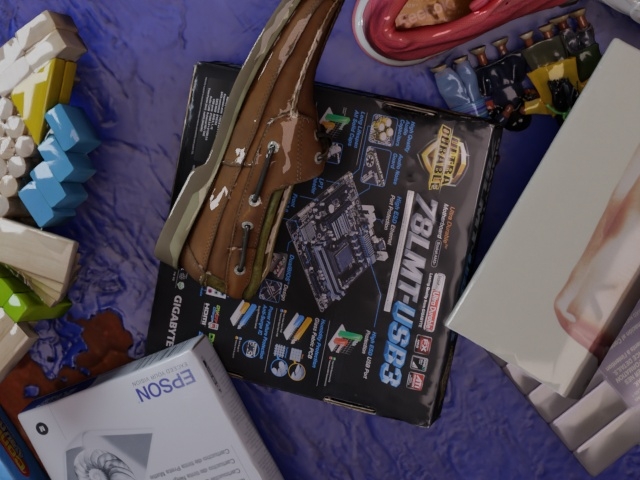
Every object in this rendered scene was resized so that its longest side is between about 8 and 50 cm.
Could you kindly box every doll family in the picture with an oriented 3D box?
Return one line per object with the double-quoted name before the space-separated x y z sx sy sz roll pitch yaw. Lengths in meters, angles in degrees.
"doll family" 0.195 -0.140 1.478 0.193 0.076 0.111 -19 100 15

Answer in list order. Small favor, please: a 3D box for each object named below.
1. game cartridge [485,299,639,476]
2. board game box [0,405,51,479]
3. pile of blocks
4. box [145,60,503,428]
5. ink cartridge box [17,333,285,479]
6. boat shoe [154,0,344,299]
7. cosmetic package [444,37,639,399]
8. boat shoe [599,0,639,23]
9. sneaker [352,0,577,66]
"game cartridge" 0.336 0.041 1.514 0.355 0.068 0.230 -39 101 6
"board game box" -0.477 0.211 1.538 0.308 0.086 0.302 -32 97 5
"pile of blocks" -0.263 -0.032 1.473 0.149 0.112 0.362 20 98 20
"box" 0.000 0.000 1.472 0.293 0.073 0.296 12 99 12
"ink cartridge box" -0.155 0.226 1.513 0.223 0.045 0.224 -23 103 26
"boat shoe" -0.037 -0.091 1.391 0.104 0.111 0.307 29 111 6
"cosmetic package" 0.249 -0.013 1.400 0.129 0.153 0.296 31 93 15
"boat shoe" 0.322 -0.224 1.404 0.267 0.088 0.096 35 89 -30
"sneaker" 0.179 -0.245 1.428 0.313 0.136 0.116 -28 99 5
